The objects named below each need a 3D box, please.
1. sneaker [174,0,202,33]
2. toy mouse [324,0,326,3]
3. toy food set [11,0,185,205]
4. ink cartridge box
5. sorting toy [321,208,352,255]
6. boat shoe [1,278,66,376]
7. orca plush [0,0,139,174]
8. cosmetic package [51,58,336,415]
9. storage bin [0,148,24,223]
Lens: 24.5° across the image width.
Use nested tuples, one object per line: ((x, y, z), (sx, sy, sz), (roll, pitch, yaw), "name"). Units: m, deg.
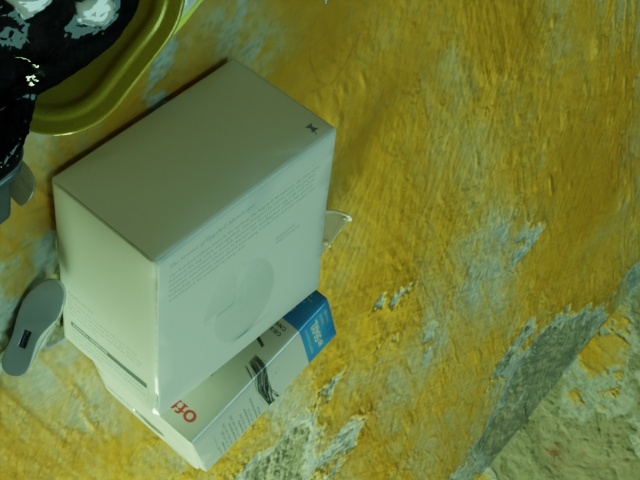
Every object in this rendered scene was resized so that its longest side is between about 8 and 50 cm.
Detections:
((-0.094, -0.222, 1.149), (0.240, 0.091, 0.126), (-49, 165, 5), "sneaker")
((0.028, -0.290, 1.354), (0.143, 0.031, 0.161), (-5, 128, -60), "toy mouse")
((-0.182, -0.147, 1.066), (0.218, 0.128, 0.071), (-49, -179, 10), "toy food set")
((-0.107, 0.108, 1.500), (0.203, 0.148, 0.086), (-46, 157, -18), "ink cartridge box")
((0.000, 0.000, 1.694), (0.083, 0.045, 0.075), (-53, 164, -2), "sorting toy")
((-0.256, 0.076, 1.331), (0.035, 0.035, 0.100), (-72, -173, -75), "boat shoe")
((-0.231, -0.085, 0.915), (0.287, 0.102, 0.151), (-27, 179, -18), "orca plush")
((-0.115, -0.004, 1.346), (0.224, 0.138, 0.225), (-38, 153, -32), "cosmetic package")
((-0.273, -0.050, 1.008), (0.098, 0.135, 0.091), (-43, 164, -24), "storage bin")
